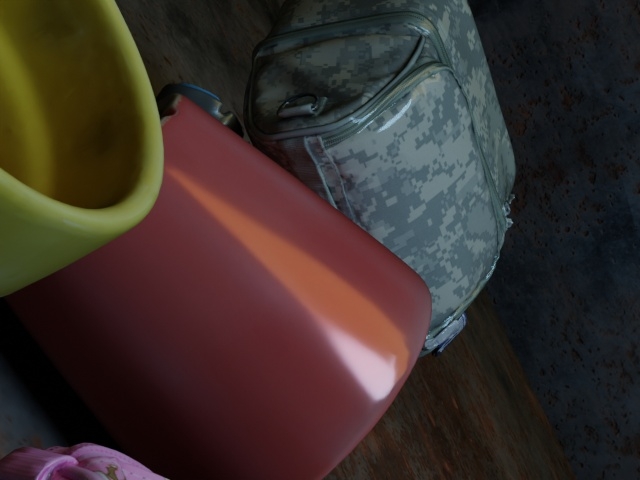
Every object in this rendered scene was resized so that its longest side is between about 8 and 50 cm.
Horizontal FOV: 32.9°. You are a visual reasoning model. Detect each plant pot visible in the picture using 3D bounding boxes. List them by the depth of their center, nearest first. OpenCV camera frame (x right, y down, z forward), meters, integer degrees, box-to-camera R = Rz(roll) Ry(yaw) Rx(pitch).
[{"bbox_3d":[-0.245,-0.064,0.523,0.254,0.239,0.254,54,18,-26],"label":"plant pot"},{"bbox_3d":[-0.091,0.040,0.820,0.243,0.275,0.275,47,20,-16],"label":"plant pot"}]

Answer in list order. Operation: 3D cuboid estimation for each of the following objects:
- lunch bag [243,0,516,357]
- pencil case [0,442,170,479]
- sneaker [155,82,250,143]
[{"bbox_3d":[0.055,-0.064,1.038,0.305,0.212,0.256,67,33,-36],"label":"lunch bag"},{"bbox_3d":[-0.043,0.250,0.654,0.386,0.160,0.167,31,29,-38],"label":"pencil case"},{"bbox_3d":[-0.114,0.013,1.048,0.125,0.140,0.341,21,-33,40],"label":"sneaker"}]
